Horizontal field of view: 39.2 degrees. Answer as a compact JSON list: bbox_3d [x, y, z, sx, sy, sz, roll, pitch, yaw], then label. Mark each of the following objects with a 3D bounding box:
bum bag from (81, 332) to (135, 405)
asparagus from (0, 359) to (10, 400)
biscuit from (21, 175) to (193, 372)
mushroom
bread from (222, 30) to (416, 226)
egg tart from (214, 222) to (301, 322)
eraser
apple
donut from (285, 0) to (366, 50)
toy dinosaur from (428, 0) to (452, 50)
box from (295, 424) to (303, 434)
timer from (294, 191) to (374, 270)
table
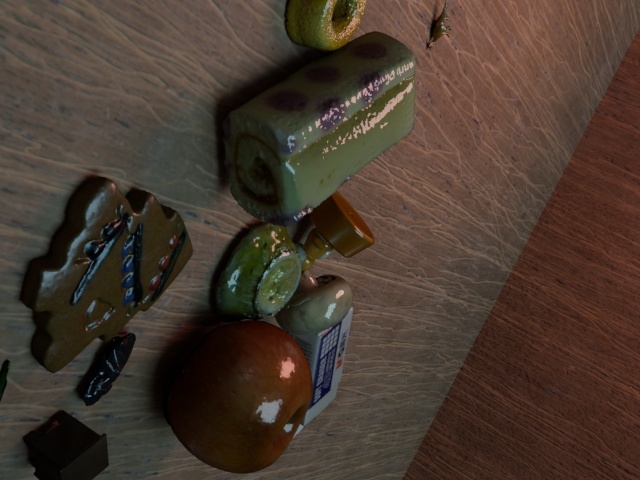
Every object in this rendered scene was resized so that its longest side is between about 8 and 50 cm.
[{"bbox_3d":[-0.304,0.185,1.295,0.124,0.034,0.058,-61,169,1],"label":"bum bag"},{"bbox_3d":[-0.418,0.225,1.145,0.016,0.013,0.166,3,114,-51],"label":"asparagus"},{"bbox_3d":[-0.264,0.033,1.201,0.301,0.043,0.278,-20,133,-56],"label":"biscuit"},{"bbox_3d":[-0.017,0.107,1.664,0.154,0.154,0.122,-32,101,-47],"label":"mushroom"},{"bbox_3d":[0.005,-0.179,1.368,0.338,0.155,0.187,-38,139,-37],"label":"bread"},{"bbox_3d":[-0.098,0.059,1.512,0.197,0.078,0.197,-42,147,-36],"label":"egg tart"},{"bbox_3d":[-0.012,0.244,1.866,0.124,0.081,0.279,-37,146,-43],"label":"eraser"},{"bbox_3d":[-0.127,0.259,1.491,0.252,0.206,0.271,-25,146,-45],"label":"apple"},{"bbox_3d":[0.014,-0.345,1.328,0.152,0.058,0.152,-47,153,-33],"label":"donut"},{"bbox_3d":[0.233,-0.412,1.711,0.041,0.026,0.113,-13,138,-38],"label":"toy dinosaur"},{"bbox_3d":[-0.030,0.364,2.011,0.154,0.040,0.084,-41,151,-36],"label":"box"},{"bbox_3d":[0.000,0.000,1.623,0.152,0.132,0.132,-40,158,11],"label":"timer"},{"bbox_3d":[-0.356,0.296,1.254,0.083,0.082,0.070,-38,147,-42],"label":"table"}]
